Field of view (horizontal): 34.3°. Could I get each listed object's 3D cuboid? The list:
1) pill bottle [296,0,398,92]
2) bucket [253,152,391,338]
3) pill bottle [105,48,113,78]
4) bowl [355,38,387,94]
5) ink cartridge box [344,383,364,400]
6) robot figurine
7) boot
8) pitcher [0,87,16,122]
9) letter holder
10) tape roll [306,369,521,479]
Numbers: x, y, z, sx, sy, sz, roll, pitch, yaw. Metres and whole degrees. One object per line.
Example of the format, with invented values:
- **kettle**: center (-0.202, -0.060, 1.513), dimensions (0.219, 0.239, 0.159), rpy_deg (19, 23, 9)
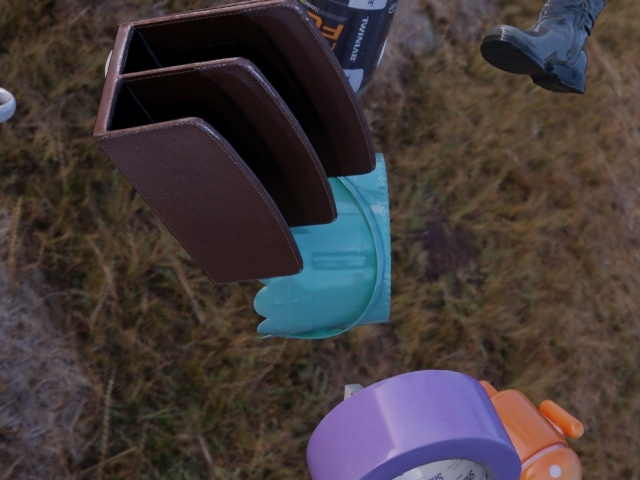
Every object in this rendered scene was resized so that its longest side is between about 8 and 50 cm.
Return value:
- **pill bottle**: center (0.019, -0.263, 1.230), dimensions (0.130, 0.246, 0.130), rpy_deg (11, 39, -9)
- **bucket**: center (0.000, 0.000, 1.442), dimensions (0.281, 0.183, 0.281), rpy_deg (-3, 90, -90)
- **pill bottle**: center (-0.297, -0.293, 1.892), dimensions (0.131, 0.131, 0.229), rpy_deg (62, 6, 2)
- **bowl**: center (-0.001, -0.388, 2.133), dimensions (0.163, 0.311, 0.312), rpy_deg (45, 28, -70)
- **ink cartridge box**: center (0.060, 0.302, 1.714), dimensions (0.029, 0.063, 0.115), rpy_deg (-1, 106, -21)
- **robot figurine**: center (0.278, 0.296, 1.451), dimensions (0.158, 0.128, 0.219), rpy_deg (-13, 46, -31)
- **boot**: center (0.319, -0.313, 1.481), dimensions (0.246, 0.083, 0.161), rpy_deg (12, 90, -49)
- **pitcher**: center (-0.480, -0.156, 1.214), dimensions (0.207, 0.126, 0.178), rpy_deg (16, 29, 4)
- **letter holder**: center (-0.069, -0.096, 1.121), dimensions (0.302, 0.214, 0.152), rpy_deg (59, 31, -53)
- **tape roll**: center (0.087, 0.212, 0.975), dimensions (0.189, 0.189, 0.080), rpy_deg (25, 30, -39)
